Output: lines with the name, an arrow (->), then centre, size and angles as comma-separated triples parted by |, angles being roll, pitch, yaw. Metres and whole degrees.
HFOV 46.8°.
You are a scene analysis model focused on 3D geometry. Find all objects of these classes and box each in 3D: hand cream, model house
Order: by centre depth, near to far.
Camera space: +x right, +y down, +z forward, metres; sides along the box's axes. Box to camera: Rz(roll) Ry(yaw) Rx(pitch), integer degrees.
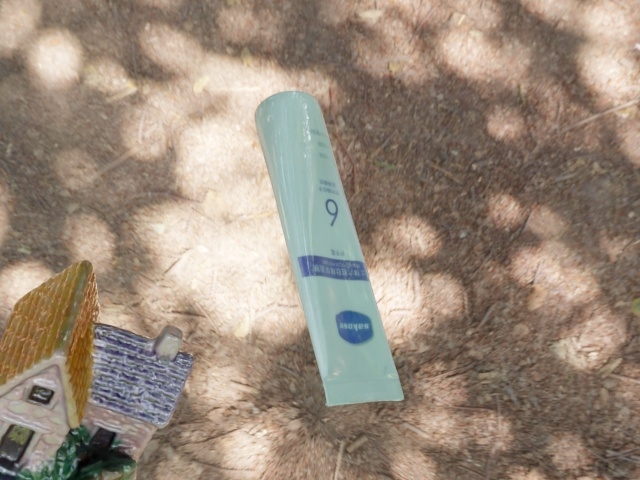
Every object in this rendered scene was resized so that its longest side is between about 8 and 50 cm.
hand cream -> 0.000, 0.000, 0.709 | 0.067, 0.109, 0.321 | -29, 65, 34
model house -> -0.301, 0.186, 0.930 | 0.237, 0.202, 0.237 | 26, 116, -16
